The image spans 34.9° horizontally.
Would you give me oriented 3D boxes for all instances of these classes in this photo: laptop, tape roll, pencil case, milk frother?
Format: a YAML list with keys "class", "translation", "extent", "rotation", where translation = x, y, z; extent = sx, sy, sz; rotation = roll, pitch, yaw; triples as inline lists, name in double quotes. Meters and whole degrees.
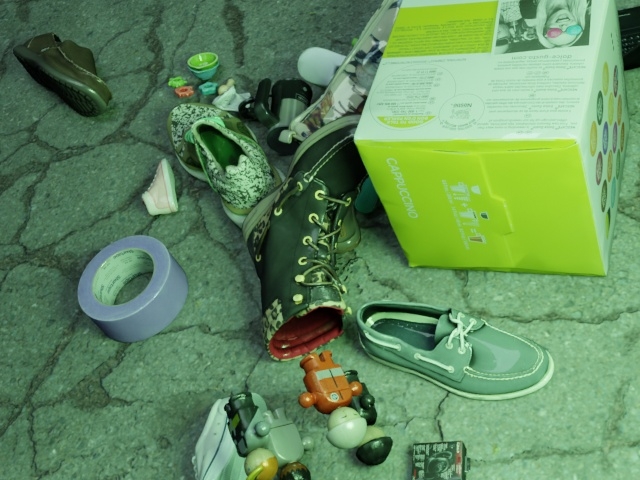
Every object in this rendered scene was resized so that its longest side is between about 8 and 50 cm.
- class: "laptop"
  translation: [0.561, -0.373, 1.743]
  extent: [0.234, 0.136, 0.264]
  rotation: [-14, 45, -16]
- class: "tape roll"
  translation: [-0.345, 0.088, 1.876]
  extent: [0.189, 0.080, 0.189]
  rotation: [-12, 51, 15]
- class: "pencil case"
  translation: [0.105, -0.303, 1.839]
  extent: [0.410, 0.184, 0.160]
  rotation: [-53, 16, 6]
- class: "milk frother"
  translation: [-0.094, -0.237, 2.020]
  extent: [0.143, 0.129, 0.134]
  rotation: [-48, 29, 46]

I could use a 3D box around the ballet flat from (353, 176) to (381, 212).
- class: "ballet flat"
  translation: [0.108, -0.134, 1.798]
  extent: [0.188, 0.070, 0.070]
  rotation: [-59, 36, 35]

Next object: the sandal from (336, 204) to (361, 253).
- class: "sandal"
  translation: [0.012, -0.068, 1.849]
  extent: [0.090, 0.060, 0.219]
  rotation: [-23, 48, 6]

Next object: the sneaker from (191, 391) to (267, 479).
- class: "sneaker"
  translation: [-0.156, 0.359, 1.586]
  extent: [0.091, 0.094, 0.258]
  rotation: [-14, 43, 38]

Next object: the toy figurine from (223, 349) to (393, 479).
- class: "toy figurine"
  translation: [-0.016, 0.280, 1.495]
  extent: [0.210, 0.213, 0.148]
  rotation: [-28, 64, 6]

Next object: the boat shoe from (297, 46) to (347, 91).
- class: "boat shoe"
  translation: [0.084, -0.297, 1.977]
  extent: [0.268, 0.088, 0.096]
  rotation: [19, 91, 14]

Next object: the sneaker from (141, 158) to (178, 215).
- class: "sneaker"
  translation: [-0.327, -0.105, 2.037]
  extent: [0.070, 0.051, 0.134]
  rotation: [-17, 53, 5]

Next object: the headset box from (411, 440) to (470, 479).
- class: "headset box"
  translation: [0.177, 0.327, 1.484]
  extent: [0.083, 0.032, 0.062]
  rotation: [-7, 52, 18]

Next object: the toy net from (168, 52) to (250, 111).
- class: "toy net"
  translation: [-0.233, -0.327, 2.148]
  extent: [0.122, 0.045, 0.232]
  rotation: [-24, 39, -22]

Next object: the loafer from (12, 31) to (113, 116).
- class: "loafer"
  translation: [-0.576, -0.402, 2.327]
  extent: [0.130, 0.133, 0.366]
  rotation: [-45, 50, -13]

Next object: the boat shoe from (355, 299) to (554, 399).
- class: "boat shoe"
  translation: [0.195, 0.159, 1.562]
  extent: [0.320, 0.099, 0.116]
  rotation: [11, 59, 31]

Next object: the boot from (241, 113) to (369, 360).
- class: "boot"
  translation: [0.000, 0.000, 1.672]
  extent: [0.377, 0.138, 0.284]
  rotation: [-42, 42, 37]

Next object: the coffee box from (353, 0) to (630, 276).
- class: "coffee box"
  translation: [0.290, -0.171, 1.618]
  extent: [0.338, 0.337, 0.334]
  rotation: [3, 55, 25]

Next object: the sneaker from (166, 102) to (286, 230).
- class: "sneaker"
  translation: [-0.195, -0.190, 1.956]
  extent: [0.158, 0.182, 0.410]
  rotation: [-38, 47, -9]

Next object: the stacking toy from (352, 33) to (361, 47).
- class: "stacking toy"
  translation: [0.184, -0.456, 2.083]
  extent: [0.167, 0.052, 0.221]
  rotation: [23, 67, 36]
